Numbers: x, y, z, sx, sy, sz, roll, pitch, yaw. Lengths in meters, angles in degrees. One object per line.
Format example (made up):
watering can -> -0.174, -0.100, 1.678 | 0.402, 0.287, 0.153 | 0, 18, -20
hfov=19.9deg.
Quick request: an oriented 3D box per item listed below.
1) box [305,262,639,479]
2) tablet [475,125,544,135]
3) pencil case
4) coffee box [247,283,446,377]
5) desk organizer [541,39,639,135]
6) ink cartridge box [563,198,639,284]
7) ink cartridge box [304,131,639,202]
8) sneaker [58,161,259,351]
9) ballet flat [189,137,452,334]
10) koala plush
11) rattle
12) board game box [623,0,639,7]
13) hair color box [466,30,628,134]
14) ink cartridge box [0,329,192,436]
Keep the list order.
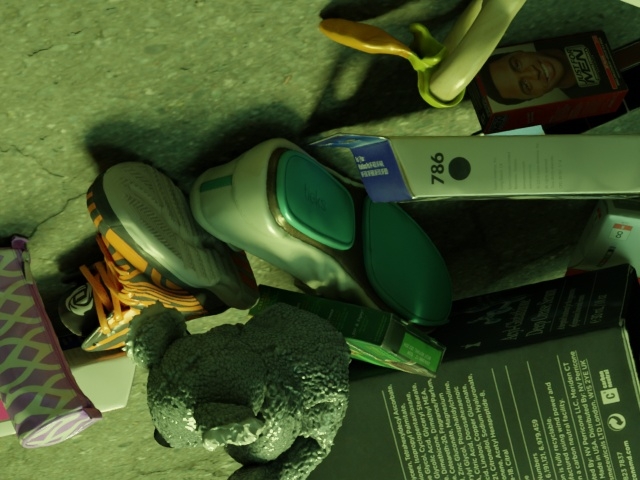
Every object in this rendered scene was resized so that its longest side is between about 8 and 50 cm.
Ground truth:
box -> 0.180, 0.192, 2.057 | 0.396, 0.212, 0.293 | -13, -171, 13
tablet -> 0.199, -0.112, 1.894 | 0.083, 0.006, 0.054 | -22, 155, 11
pencil case -> -0.287, 0.100, 1.783 | 0.088, 0.206, 0.086 | -28, 167, 15
coffee box -> 0.027, 0.095, 1.901 | 0.184, 0.040, 0.113 | 11, 166, 38
desk organizer -> 0.277, -0.147, 1.820 | 0.130, 0.050, 0.047 | -23, 155, 10
ink cartridge box -> 0.369, 0.033, 2.161 | 0.145, 0.045, 0.179 | 8, 125, -15
ink cartridge box -> 0.161, -0.069, 1.735 | 0.333, 0.065, 0.165 | 0, 180, -11
sneaker -> -0.192, 0.036, 1.798 | 0.180, 0.124, 0.321 | -24, 154, 10
ballet flat -> 0.000, 0.000, 1.879 | 0.139, 0.139, 0.400 | -27, 150, 19
koala plush -> -0.092, 0.142, 1.759 | 0.203, 0.196, 0.221 | -45, 152, 13
rattle -> 0.119, -0.226, 1.582 | 0.199, 0.143, 0.130 | -55, 171, 30
board game box -> 0.178, -0.274, 1.328 | 0.305, 0.193, 0.053 | 10, 142, -45
hair color box -> 0.214, -0.151, 1.747 | 0.141, 0.072, 0.043 | -12, 155, -15
ink cartridge box -> -0.321, 0.154, 1.933 | 0.371, 0.069, 0.176 | -15, -170, -11
